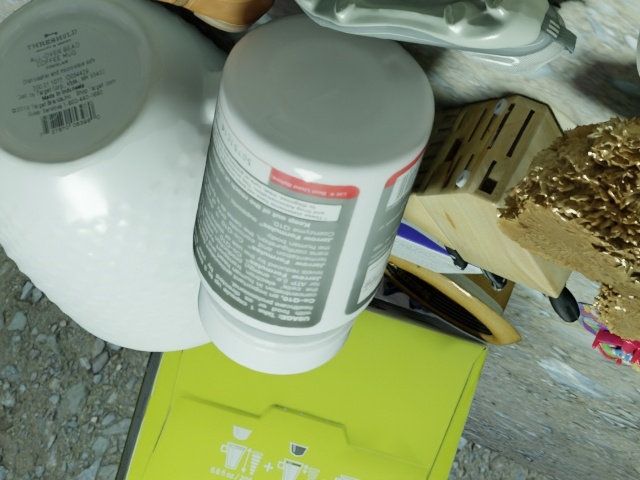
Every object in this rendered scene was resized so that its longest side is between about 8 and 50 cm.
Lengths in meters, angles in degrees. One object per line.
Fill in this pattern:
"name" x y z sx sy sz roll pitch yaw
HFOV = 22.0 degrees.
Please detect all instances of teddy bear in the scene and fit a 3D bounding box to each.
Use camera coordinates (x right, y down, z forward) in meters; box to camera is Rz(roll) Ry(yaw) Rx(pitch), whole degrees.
"teddy bear" 0.289 0.026 1.129 0.338 0.113 0.245 30 162 7

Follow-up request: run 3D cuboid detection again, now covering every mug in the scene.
"mug" -0.133 -0.080 1.495 0.374 0.276 0.328 -5 158 10

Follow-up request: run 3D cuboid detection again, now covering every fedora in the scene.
"fedora" 0.140 0.033 1.725 0.194 0.079 0.194 33 171 6

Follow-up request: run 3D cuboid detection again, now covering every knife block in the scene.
"knife block" 0.180 -0.013 1.358 0.242 0.088 0.275 31 170 -17

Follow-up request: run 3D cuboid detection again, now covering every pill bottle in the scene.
"pill bottle" -0.016 -0.027 1.304 0.161 0.161 0.283 27 142 9

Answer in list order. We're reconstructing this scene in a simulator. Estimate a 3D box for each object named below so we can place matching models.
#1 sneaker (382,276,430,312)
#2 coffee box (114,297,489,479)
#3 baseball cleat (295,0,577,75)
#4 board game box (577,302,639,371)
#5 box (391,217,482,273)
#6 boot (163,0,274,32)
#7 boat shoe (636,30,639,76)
"sneaker" 0.139 0.065 1.951 0.144 0.059 0.053 25 167 18
"coffee box" -0.041 0.212 1.880 0.337 0.338 0.334 17 -179 -6
"baseball cleat" 0.069 -0.144 1.053 0.206 0.072 0.109 25 177 43
"board game box" 0.332 0.121 1.773 0.133 0.033 0.169 25 169 18
"box" 0.090 -0.023 1.554 0.126 0.072 0.137 21 173 -17
"boot" -0.123 -0.219 1.215 0.197 0.073 0.152 17 172 -5
"boat shoe" 0.308 -0.045 0.772 0.324 0.117 0.097 26 166 -6
